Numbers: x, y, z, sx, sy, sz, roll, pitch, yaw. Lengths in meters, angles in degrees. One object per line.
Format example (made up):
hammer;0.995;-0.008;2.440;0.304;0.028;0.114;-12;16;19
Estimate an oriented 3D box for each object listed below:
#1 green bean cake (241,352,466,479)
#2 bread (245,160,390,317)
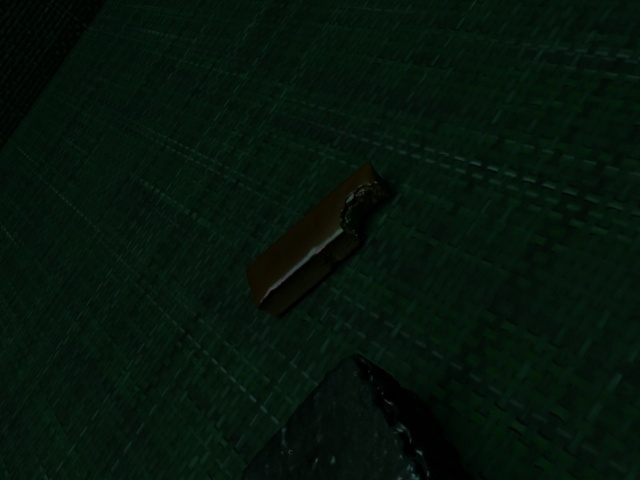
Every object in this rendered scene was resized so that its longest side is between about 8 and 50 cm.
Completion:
green bean cake;0.030;0.242;0.857;0.208;0.107;0.193;-47;37;12
bread;0.000;0.000;1.164;0.226;0.049;0.088;-41;35;17
